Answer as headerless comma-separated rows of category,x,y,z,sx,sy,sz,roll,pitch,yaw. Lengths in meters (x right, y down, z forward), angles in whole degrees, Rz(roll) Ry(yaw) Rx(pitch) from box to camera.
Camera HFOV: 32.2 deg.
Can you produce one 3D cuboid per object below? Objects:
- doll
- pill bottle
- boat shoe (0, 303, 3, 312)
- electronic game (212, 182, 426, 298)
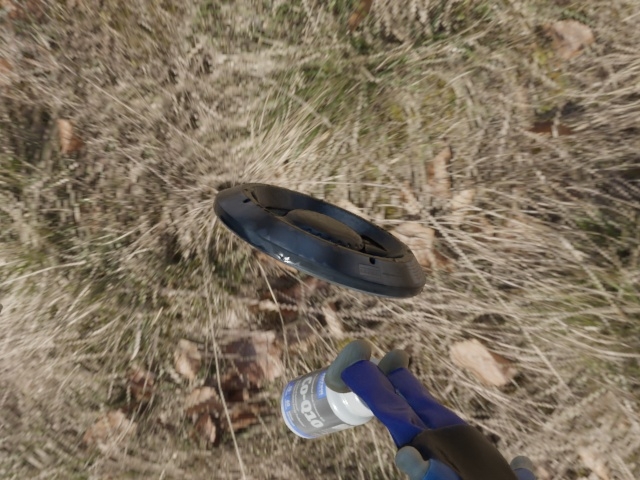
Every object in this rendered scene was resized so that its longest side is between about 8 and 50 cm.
doll,0.082,0.132,0.662,0.129,0.189,0.046,18,110,-41
pill bottle,0.021,0.184,1.305,0.078,0.137,0.078,16,62,-33
boat shoe,-0.265,0.098,0.820,0.043,0.049,0.137,11,118,-12
electronic game,0.000,0.000,1.122,0.229,0.229,0.048,21,103,-5
